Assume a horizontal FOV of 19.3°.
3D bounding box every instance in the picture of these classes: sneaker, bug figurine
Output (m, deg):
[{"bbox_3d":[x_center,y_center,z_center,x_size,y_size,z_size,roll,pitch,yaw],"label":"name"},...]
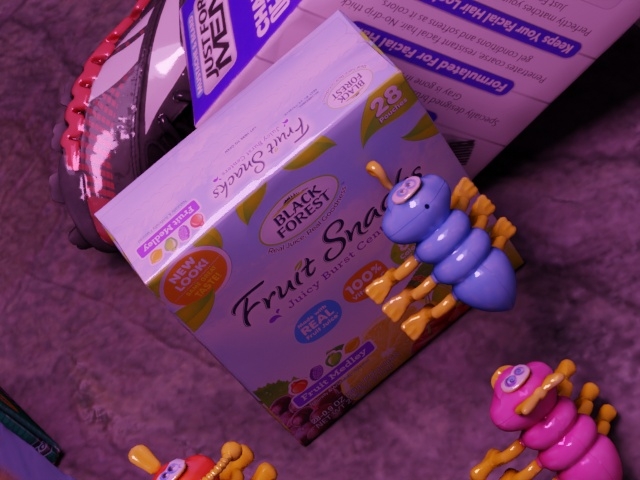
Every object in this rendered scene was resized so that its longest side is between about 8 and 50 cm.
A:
[{"bbox_3d":[-0.080,-0.113,1.238,0.135,0.097,0.276,6,62,33],"label":"sneaker"},{"bbox_3d":[0.044,0.105,0.969,0.279,0.216,0.072,-51,11,-14],"label":"bug figurine"}]

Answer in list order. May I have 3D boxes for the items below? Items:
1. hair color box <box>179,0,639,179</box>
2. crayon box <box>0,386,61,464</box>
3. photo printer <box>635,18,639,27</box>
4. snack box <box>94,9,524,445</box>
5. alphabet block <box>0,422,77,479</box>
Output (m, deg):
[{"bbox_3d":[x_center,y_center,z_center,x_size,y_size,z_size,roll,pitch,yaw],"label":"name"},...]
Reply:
[{"bbox_3d":[0.087,-0.173,1.039,0.339,0.185,0.110,-46,40,36],"label":"hair color box"},{"bbox_3d":[-0.318,0.177,1.184,0.278,0.081,0.165,-47,51,-6],"label":"crayon box"},{"bbox_3d":[0.327,-0.191,1.068,0.307,0.107,0.256,30,77,38],"label":"photo printer"},{"bbox_3d":[0.000,0.000,1.051,0.174,0.207,0.070,-40,50,0],"label":"snack box"},{"bbox_3d":[-0.230,0.201,0.921,0.197,0.193,0.192,-24,51,12],"label":"alphabet block"}]
